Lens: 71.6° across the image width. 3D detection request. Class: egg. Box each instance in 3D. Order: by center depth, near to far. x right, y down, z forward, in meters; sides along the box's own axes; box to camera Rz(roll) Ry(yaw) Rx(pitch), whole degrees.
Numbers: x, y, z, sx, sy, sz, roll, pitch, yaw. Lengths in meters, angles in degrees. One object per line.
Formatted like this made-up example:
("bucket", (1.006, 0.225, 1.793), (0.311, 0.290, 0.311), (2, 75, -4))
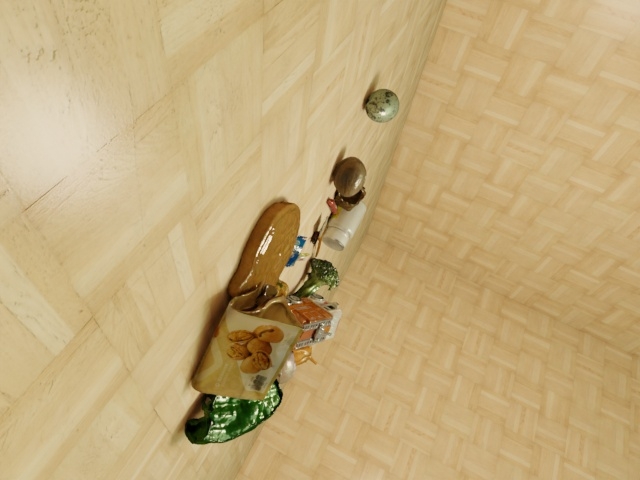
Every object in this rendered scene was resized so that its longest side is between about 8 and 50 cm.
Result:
("egg", (0.246, -0.543, 1.794), (0.172, 0.132, 0.132), (-35, 150, -50))

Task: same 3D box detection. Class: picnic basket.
("picnic basket", (0.143, -0.226, 2.025), (0.138, 0.128, 0.178), (-63, 180, -19))

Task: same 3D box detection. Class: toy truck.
("toy truck", (-0.057, 0.352, 1.923), (0.387, 0.207, 0.173), (3, 110, -58))

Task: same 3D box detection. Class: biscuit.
("biscuit", (-0.153, 0.057, 1.350), (0.365, 0.062, 0.385), (-64, 170, -4))

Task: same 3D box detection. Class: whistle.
("whistle", (-0.216, 0.554, 2.090), (0.189, 0.189, 0.348), (-66, -168, 4))

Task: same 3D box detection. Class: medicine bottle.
("medicine bottle", (0.115, -0.085, 2.187), (0.143, 0.143, 0.258), (92, 24, -67))

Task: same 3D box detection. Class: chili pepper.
("chili pepper", (-0.299, 0.550, 1.507), (0.167, 0.213, 0.385), (-22, 168, 29))

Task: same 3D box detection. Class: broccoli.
("broccoli", (-0.050, 0.200, 2.172), (0.275, 0.177, 0.198), (-36, -157, -5))

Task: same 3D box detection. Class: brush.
("brush", (0.000, 0.000, 2.046), (0.314, 0.017, 0.090), (104, 11, -61))

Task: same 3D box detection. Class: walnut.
("walnut", (0.118, -0.260, 1.807), (0.162, 0.140, 0.140), (-56, 173, 17))

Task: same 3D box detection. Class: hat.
("hat", (-0.124, 0.623, 2.408), (0.233, 0.233, 0.244), (-53, 163, -47))

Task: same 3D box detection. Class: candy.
("candy", (-0.099, 0.043, 1.654), (0.088, 0.038, 0.136), (12, 106, -60))

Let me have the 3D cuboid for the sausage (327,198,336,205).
("sausage", (0.057, -0.155, 2.033), (0.034, 0.034, 0.253), (-64, 170, -5))

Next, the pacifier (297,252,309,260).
("pacifier", (-0.086, 0.049, 1.737), (0.068, 0.083, 0.064), (-25, -110, 51))

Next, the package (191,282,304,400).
("package", (-0.210, 0.281, 1.259), (0.165, 0.221, 0.311), (-108, -141, -57))

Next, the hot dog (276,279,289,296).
("hot dog", (-0.184, 0.239, 1.626), (0.104, 0.076, 0.250), (-20, 133, -49))

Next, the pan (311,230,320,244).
("pan", (-0.027, -0.009, 1.965), (0.115, 0.023, 0.068), (-45, 159, -72))
